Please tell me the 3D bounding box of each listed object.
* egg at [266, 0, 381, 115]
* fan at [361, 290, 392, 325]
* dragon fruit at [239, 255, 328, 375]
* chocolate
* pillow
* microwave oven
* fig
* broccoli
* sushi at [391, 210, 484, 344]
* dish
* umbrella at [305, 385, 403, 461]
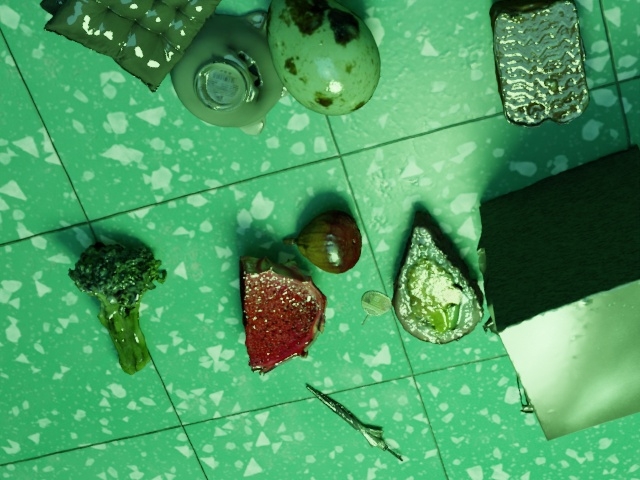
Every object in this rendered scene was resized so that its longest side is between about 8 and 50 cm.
[{"bbox_3d":[0.000,-0.313,1.807,0.169,0.169,0.231,-36,99,20],"label":"egg"},{"bbox_3d":[0.098,0.127,2.128,0.080,0.003,0.060,-31,111,19],"label":"fan"},{"bbox_3d":[-0.070,0.121,2.080,0.161,0.126,0.274,-4,128,-5],"label":"dragon fruit"},{"bbox_3d":[0.364,-0.302,1.827,0.148,0.093,0.214,-8,117,10],"label":"chocolate"},{"bbox_3d":[-0.270,-0.423,1.762,0.228,0.101,0.326,28,113,-36],"label":"pillow"},{"bbox_3d":[0.450,0.077,1.832,0.374,0.432,0.236,-22,114,14],"label":"microwave oven"},{"bbox_3d":[0.014,0.003,2.030,0.119,0.153,0.119,0,91,-28],"label":"fig"},{"bbox_3d":[-0.378,0.143,2.112,0.165,0.145,0.304,3,131,8],"label":"broccoli"},{"bbox_3d":[0.195,0.081,2.038,0.161,0.107,0.241,-33,103,19],"label":"sushi"},{"bbox_3d":[-0.156,-0.284,1.879,0.236,0.086,0.228,40,114,-17],"label":"dish"},{"bbox_3d":[0.077,0.376,2.244,0.269,0.044,0.044,40,84,-17],"label":"umbrella"}]
